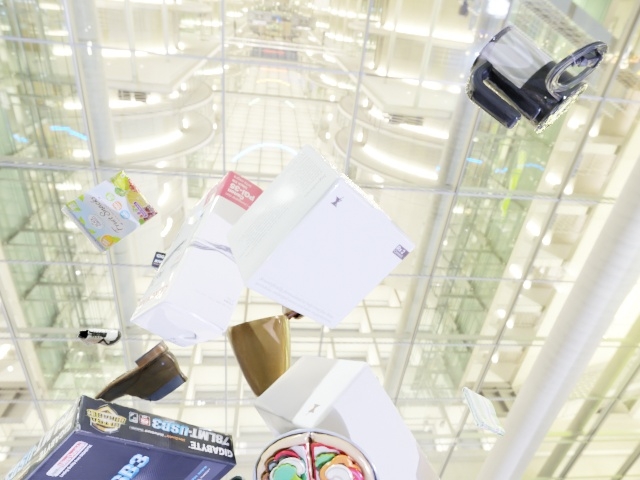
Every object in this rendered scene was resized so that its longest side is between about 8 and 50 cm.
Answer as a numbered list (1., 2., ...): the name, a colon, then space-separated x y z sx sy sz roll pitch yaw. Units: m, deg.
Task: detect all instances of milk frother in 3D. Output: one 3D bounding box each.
1. milk frother: 0.284 -0.235 0.554 0.129 0.143 0.134 -30 -109 -33

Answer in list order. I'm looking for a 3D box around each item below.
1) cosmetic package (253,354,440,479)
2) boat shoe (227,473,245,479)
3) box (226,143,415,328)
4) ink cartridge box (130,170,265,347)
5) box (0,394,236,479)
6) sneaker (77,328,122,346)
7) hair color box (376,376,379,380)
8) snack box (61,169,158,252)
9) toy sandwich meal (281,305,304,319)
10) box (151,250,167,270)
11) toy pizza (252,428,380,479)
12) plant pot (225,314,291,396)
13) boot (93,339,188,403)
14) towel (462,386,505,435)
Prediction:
1. cosmetic package: 0.087 0.460 0.822 0.161 0.453 0.230 -38 -167 -33
2. boat shoe: -0.300 0.735 1.066 0.116 0.099 0.319 12 -162 30
3. box: 0.000 0.000 0.587 0.181 0.182 0.119 35 -167 -38
4. ink cartridge box: -0.217 0.038 0.788 0.117 0.207 0.283 34 -126 -24
5. box: -0.351 0.412 0.708 0.293 0.295 0.073 37 -166 -36
6. sneaker: -0.541 0.235 1.016 0.109 0.043 0.040 -7 -122 8
7. hair color box: 0.127 0.578 1.298 0.174 0.347 0.105 -4 -153 31
8. snack box: -0.651 -0.090 1.299 0.070 0.174 0.207 -16 -154 49
9. toy sandwich meal: -0.047 0.127 0.868 0.029 0.085 0.085 27 -162 -31
10. box: -0.411 0.103 1.306 0.175 0.220 0.051 14 -108 -2
11. toy pizza: -0.008 0.384 0.639 0.201 0.201 0.032 10 -167 4
12. plant pot: -0.200 0.419 1.498 0.237 0.237 0.254 -8 -107 -25
13. boot: -0.395 0.326 0.900 0.106 0.219 0.082 49 -178 -2
14. towel: 0.468 0.486 1.186 0.152 0.023 0.113 32 -149 -34
